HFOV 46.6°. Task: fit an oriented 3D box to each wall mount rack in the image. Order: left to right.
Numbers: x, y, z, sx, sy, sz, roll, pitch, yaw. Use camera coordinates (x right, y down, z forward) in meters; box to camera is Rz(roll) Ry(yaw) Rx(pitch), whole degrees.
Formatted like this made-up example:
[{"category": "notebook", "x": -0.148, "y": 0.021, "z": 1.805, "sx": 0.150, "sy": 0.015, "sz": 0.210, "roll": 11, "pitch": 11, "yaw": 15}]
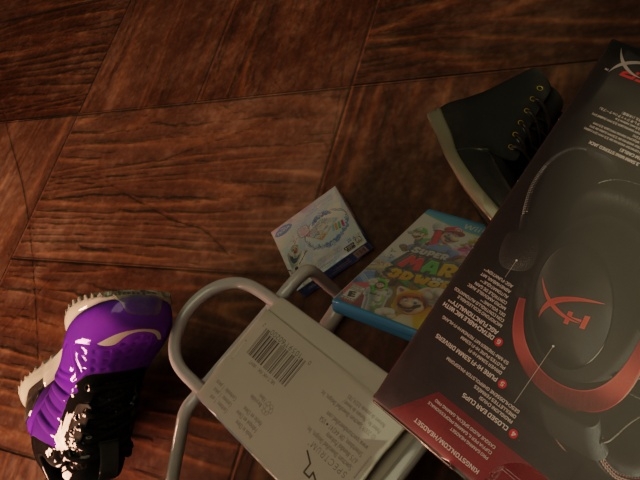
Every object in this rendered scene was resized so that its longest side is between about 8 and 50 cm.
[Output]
[{"category": "wall mount rack", "x": -0.022, "y": 0.194, "z": 0.629, "sx": 0.350, "sy": 0.130, "sz": 0.304, "roll": 33, "pitch": 80, "yaw": 41}]

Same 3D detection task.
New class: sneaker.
[{"category": "sneaker", "x": -0.217, "y": 0.162, "z": 0.746, "sx": 0.293, "sy": 0.102, "sz": 0.146, "roll": -46, "pitch": 52, "yaw": 42}, {"category": "sneaker", "x": 0.177, "y": -0.083, "z": 0.669, "sx": 0.118, "sy": 0.083, "sz": 0.222, "roll": -29, "pitch": 38, "yaw": 13}]

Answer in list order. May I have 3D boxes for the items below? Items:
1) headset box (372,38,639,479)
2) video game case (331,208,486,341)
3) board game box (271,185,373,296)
[{"category": "headset box", "x": 0.188, "y": 0.066, "z": 0.427, "sx": 0.218, "sy": 0.110, "sz": 0.293, "roll": 35, "pitch": 94, "yaw": 35}, {"category": "video game case", "x": 0.105, "y": 0.030, "z": 0.645, "sx": 0.119, "sy": 0.015, "sz": 0.166, "roll": 18, "pitch": 40, "yaw": 31}, {"category": "board game box", "x": 0.000, "y": 0.000, "z": 0.793, "sx": 0.090, "sy": 0.020, "sz": 0.090, "roll": -35, "pitch": 50, "yaw": 10}]
